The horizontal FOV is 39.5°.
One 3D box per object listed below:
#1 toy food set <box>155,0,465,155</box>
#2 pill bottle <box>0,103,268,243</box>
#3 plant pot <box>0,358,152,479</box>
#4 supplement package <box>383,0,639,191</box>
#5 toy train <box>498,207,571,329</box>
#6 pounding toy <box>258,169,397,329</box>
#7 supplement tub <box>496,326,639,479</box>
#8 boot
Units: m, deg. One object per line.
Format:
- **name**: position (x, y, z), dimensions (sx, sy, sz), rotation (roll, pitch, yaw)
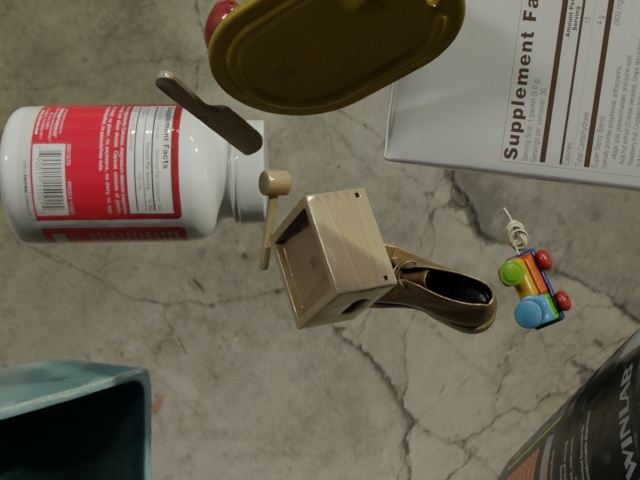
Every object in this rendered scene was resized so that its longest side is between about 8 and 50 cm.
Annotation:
- **toy food set**: position (-0.009, -0.151, 0.606), dimensions (0.218, 0.128, 0.071), rotation (-23, 57, 31)
- **pill bottle**: position (-0.292, -0.110, 1.465), dimensions (0.408, 0.229, 0.229), rotation (-1, 69, -1)
- **plant pot**: position (-0.359, 0.257, 0.961), dimensions (0.252, 0.247, 0.247), rotation (8, 101, 37)
- **supplement package**: position (0.216, -0.131, 0.706), dimensions (0.293, 0.177, 0.175), rotation (8, 98, 14)
- **toy train**: position (0.377, 0.052, 1.701), dimensions (0.105, 0.143, 0.248), rotation (-27, 80, 25)
- **pounding toy**: position (-0.005, -0.001, 1.116), dimensions (0.094, 0.181, 0.206), rotation (-8, 69, -28)
- **supplement tub**: position (0.203, 0.158, 0.480), dimensions (0.194, 0.316, 0.193), rotation (4, 59, -6)
- **boot**: position (0.128, 0.054, 1.387), dimensions (0.305, 0.115, 0.112), rotation (16, 73, 13)
